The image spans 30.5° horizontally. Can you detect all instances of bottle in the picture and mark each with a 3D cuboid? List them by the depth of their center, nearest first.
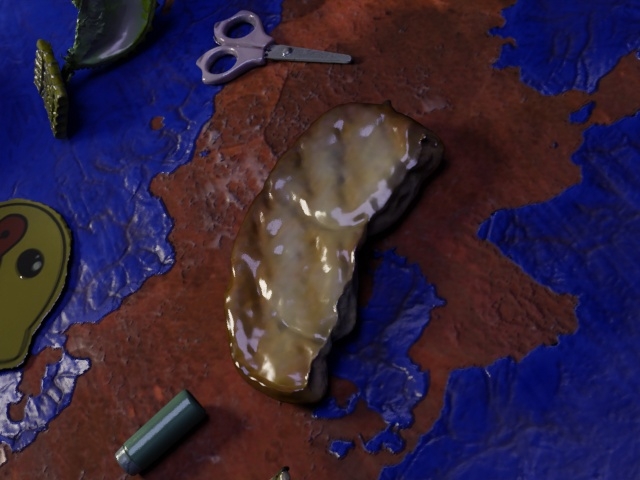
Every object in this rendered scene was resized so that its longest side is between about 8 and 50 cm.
[{"bbox_3d":[-0.137,0.165,1.007,0.083,0.030,0.030,-42,49,-5],"label":"bottle"}]

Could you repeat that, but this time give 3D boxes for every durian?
[{"bbox_3d":[-0.244,-0.261,1.316,0.086,0.100,0.215,40,125,39],"label":"durian"}]

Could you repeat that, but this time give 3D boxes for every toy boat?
[{"bbox_3d":[-0.302,-0.170,1.315,0.016,0.063,0.115,-5,42,-24],"label":"toy boat"}]

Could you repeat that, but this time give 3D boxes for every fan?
[{"bbox_3d":[-0.376,0.029,1.241,0.229,0.011,0.335,-41,50,-5],"label":"fan"}]

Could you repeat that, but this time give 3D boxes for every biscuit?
[{"bbox_3d":[-0.004,0.000,1.049,0.154,0.045,0.299,14,65,33],"label":"biscuit"}]

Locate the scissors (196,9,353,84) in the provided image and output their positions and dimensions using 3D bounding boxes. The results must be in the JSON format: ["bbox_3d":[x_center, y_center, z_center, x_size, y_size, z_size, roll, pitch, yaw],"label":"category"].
[{"bbox_3d":[-0.046,-0.199,1.237,0.189,0.015,0.100,12,64,31],"label":"scissors"}]

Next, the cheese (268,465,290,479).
[{"bbox_3d":[-0.059,0.217,0.923,0.084,0.041,0.060,-13,58,-1],"label":"cheese"}]
